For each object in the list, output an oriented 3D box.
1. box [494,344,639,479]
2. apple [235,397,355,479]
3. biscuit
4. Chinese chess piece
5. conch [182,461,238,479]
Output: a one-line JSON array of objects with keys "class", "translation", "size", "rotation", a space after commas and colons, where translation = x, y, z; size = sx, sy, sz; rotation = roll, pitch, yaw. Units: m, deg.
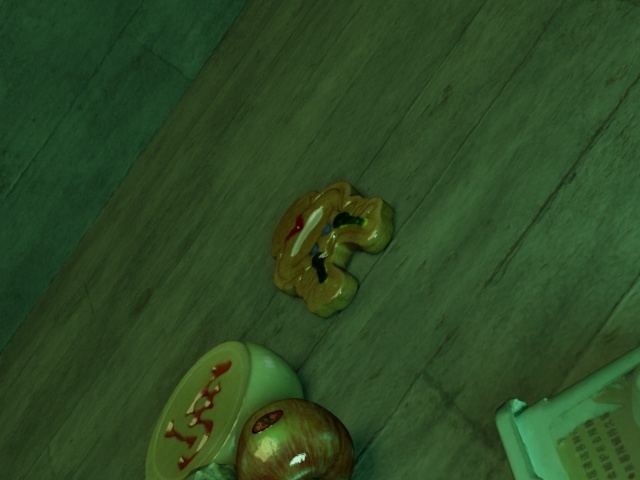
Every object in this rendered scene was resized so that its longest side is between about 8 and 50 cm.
[{"class": "box", "translation": [0.271, 0.209, 0.826], "size": [0.182, 0.175, 0.312], "rotation": [-38, 28, 15]}, {"class": "apple", "translation": [-0.032, 0.259, 1.342], "size": [0.146, 0.146, 0.131], "rotation": [-50, 37, 13]}, {"class": "biscuit", "translation": [0.000, 0.000, 1.735], "size": [0.202, 0.047, 0.334], "rotation": [-56, 23, 0]}, {"class": "Chinese chess piece", "translation": [-0.138, 0.269, 1.582], "size": [0.273, 0.102, 0.273], "rotation": [-43, 26, 27]}, {"class": "conch", "translation": [-0.127, 0.365, 1.400], "size": [0.207, 0.130, 0.155], "rotation": [-53, 44, 49]}]
